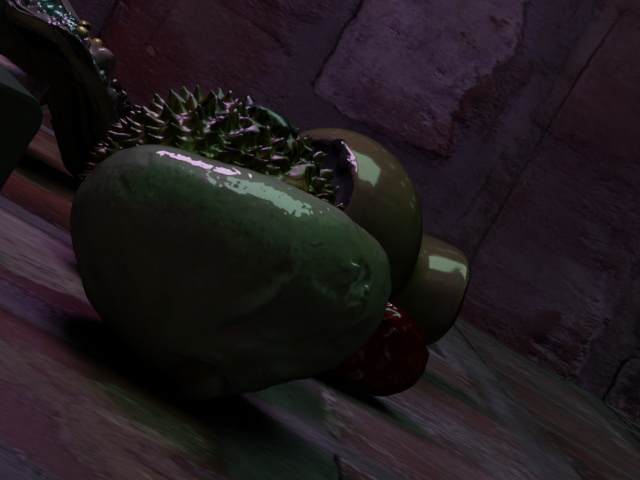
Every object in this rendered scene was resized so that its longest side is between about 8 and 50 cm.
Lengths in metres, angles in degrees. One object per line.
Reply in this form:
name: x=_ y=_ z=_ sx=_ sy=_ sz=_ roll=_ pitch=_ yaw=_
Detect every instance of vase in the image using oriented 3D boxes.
vase: x=0.000 y=0.000 z=2.423 sx=0.329 sy=0.241 sz=0.302 roll=4 pitch=-24 yaw=31

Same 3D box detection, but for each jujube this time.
jujube: x=0.035 y=0.103 z=1.989 sx=0.176 sy=0.109 sz=0.112 roll=25 pitch=-27 yaw=-30

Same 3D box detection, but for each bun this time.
bun: x=-0.087 y=0.046 z=1.504 sx=0.283 sy=0.179 sz=0.283 roll=19 pitch=-14 yaw=5

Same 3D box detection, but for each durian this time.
durian: x=-0.101 y=-0.030 z=1.795 sx=0.291 sy=0.224 sz=0.291 roll=37 pitch=5 yaw=-4

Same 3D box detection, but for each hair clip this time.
hair clip: x=-0.286 y=-0.182 z=2.249 sx=0.138 sy=0.091 sz=0.321 roll=32 pitch=-29 yaw=32

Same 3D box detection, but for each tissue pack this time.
tissue pack: x=-0.388 y=-0.165 z=2.125 sx=0.060 sy=0.108 sz=0.148 roll=37 pitch=5 yaw=16

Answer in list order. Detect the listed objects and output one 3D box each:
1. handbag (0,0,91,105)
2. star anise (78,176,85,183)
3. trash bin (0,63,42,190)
handbag: x=-0.410 y=-0.249 z=2.268 sx=0.256 sy=0.219 sz=0.079 roll=60 pitch=6 yaw=-47
star anise: x=-0.219 y=-0.036 z=2.197 sx=0.168 sy=0.057 sz=0.168 roll=31 pitch=14 yaw=-9
trash bin: x=-0.431 y=-0.176 z=1.660 sx=0.343 sy=0.158 sz=0.223 roll=35 pitch=6 yaw=38
